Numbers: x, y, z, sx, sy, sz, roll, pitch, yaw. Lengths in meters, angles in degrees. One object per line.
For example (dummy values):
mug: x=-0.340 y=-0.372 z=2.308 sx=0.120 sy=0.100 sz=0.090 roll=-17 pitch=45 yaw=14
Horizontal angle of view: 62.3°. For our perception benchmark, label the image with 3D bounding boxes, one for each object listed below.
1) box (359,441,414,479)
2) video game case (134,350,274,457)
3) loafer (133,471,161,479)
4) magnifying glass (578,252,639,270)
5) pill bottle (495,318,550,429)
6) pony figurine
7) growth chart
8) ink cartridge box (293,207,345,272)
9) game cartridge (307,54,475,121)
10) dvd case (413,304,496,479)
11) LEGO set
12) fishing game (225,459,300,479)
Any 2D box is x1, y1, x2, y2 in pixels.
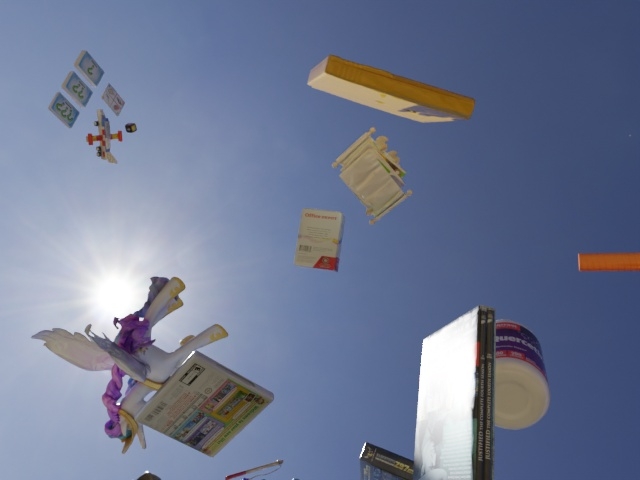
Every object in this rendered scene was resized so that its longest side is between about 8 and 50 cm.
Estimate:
box: x=0.205 y=0.676 z=1.511 sx=0.183 sy=0.059 sz=0.233 roll=15 pitch=-40 yaw=19
video game case: x=-0.234 y=0.336 z=1.068 sx=0.193 sy=0.023 sz=0.212 roll=36 pitch=-70 yaw=-22
loafer: x=-0.443 y=0.613 z=1.293 sx=0.148 sy=0.050 sz=0.056 roll=-33 pitch=-139 yaw=28
magnifying glass: x=0.512 y=0.030 z=0.787 sx=0.231 sy=0.026 sz=0.092 roll=-3 pitch=-122 yaw=24
pill bottle: x=0.479 y=0.322 z=1.360 sx=0.181 sy=0.323 sz=0.182 roll=5 pitch=-73 yaw=16
pony figurine: x=-0.431 y=0.262 z=1.242 sx=0.302 sy=0.363 sz=0.351 roll=-4 pitch=-50 yaw=42
growth chart: x=0.148 y=-0.173 z=1.438 sx=0.172 sy=0.021 sz=0.237 roll=-33 pitch=-66 yaw=11
ink cartridge box: x=0.000 y=0.000 z=1.594 sx=0.127 sy=0.072 sz=0.175 roll=7 pitch=-97 yaw=13
game cartridge: x=0.142 y=-0.335 z=1.191 sx=0.323 sy=0.285 sz=0.053 roll=15 pitch=-82 yaw=-13
dvd case: x=0.080 y=0.108 z=0.325 sx=0.013 sy=0.119 sz=0.087 roll=15 pitch=-27 yaw=-7
LEGO set: x=-0.541 y=-0.317 z=1.319 sx=0.060 sy=0.244 sz=0.182 roll=8 pitch=-115 yaw=19
fishing game: x=-0.066 y=0.526 z=1.009 sx=0.264 sy=0.189 sz=0.041 roll=31 pitch=-63 yaw=49
